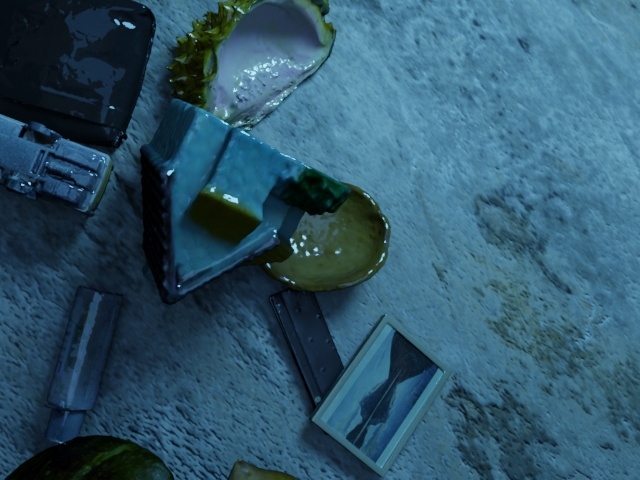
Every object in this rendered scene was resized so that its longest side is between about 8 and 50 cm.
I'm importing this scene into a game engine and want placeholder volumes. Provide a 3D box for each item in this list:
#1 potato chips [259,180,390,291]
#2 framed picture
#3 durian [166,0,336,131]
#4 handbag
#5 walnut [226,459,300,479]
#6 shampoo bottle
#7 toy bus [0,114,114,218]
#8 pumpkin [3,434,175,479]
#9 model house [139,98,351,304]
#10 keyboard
[{"bbox_3d":[0.001,0.000,0.973,0.208,0.062,0.195,-33,74,-12],"label":"potato chips"},{"bbox_3d":[0.098,0.238,0.977,0.150,0.015,0.203,41,72,-8],"label":"framed picture"},{"bbox_3d":[-0.098,-0.303,0.932,0.305,0.196,0.186,-31,83,-11],"label":"durian"},{"bbox_3d":[-0.382,-0.266,0.912,0.246,0.080,0.223,15,90,-8],"label":"handbag"},{"bbox_3d":[-0.055,0.439,0.847,0.203,0.203,0.298,-16,83,-13],"label":"walnut"},{"bbox_3d":[-0.338,0.173,0.887,0.072,0.072,0.214,14,81,-9],"label":"shampoo bottle"},{"bbox_3d":[-0.460,-0.126,0.862,0.342,0.138,0.097,20,81,-7],"label":"toy bus"},{"bbox_3d":[-0.279,0.398,0.769,0.320,0.192,0.321,4,100,23],"label":"pumpkin"},{"bbox_3d":[-0.139,-0.024,0.834,0.229,0.280,0.249,25,95,-23],"label":"model house"},{"bbox_3d":[-0.007,0.181,0.975,0.072,0.023,0.231,-22,88,-20],"label":"keyboard"}]
